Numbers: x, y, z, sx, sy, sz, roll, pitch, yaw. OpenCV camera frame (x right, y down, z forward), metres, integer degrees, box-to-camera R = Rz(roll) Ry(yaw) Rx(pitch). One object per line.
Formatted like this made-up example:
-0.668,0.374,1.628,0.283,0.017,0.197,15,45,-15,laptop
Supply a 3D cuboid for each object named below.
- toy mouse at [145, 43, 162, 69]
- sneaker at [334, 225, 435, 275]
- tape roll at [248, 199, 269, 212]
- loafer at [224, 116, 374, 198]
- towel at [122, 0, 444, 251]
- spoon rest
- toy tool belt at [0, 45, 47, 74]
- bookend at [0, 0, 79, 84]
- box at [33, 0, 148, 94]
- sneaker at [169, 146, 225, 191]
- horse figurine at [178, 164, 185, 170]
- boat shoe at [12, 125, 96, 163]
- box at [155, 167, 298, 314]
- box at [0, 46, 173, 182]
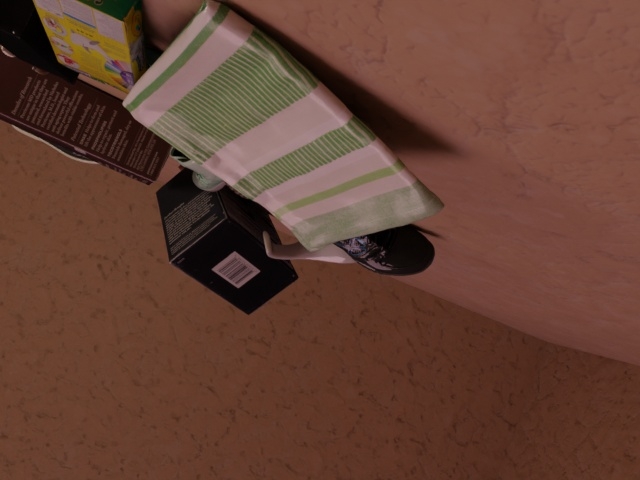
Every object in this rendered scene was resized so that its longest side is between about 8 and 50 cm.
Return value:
-0.243,-0.234,0.690,0.143,0.031,0.161,25,164,-11,toy mouse
0.088,-0.016,1.108,0.341,0.124,0.139,20,170,4,sneaker
-0.074,-0.090,1.335,0.219,0.072,0.219,22,175,2,tape roll
-0.034,-0.125,0.683,0.269,0.092,0.102,-4,141,41,loafer
-0.052,-0.103,0.597,0.325,0.038,0.248,39,147,-26,towel
0.000,0.000,1.222,0.277,0.137,0.084,-7,154,-13,spoon rest
-0.487,-0.322,0.852,0.083,0.052,0.051,30,-157,-35,toy tool belt
-0.400,-0.286,0.645,0.156,0.072,0.157,24,176,-3,bookend
-0.255,-0.231,0.580,0.105,0.043,0.179,23,161,-10,box
-0.254,-0.173,1.080,0.151,0.094,0.256,19,168,-33,sneaker
-0.314,-0.177,1.499,0.264,0.066,0.174,20,-179,4,horse figurine
-0.705,-0.320,1.412,0.340,0.127,0.113,25,152,-1,boat shoe
-0.244,-0.013,1.311,0.296,0.183,0.294,45,-168,-43,box
-0.523,-0.260,1.114,0.382,0.143,0.191,26,174,-21,box
